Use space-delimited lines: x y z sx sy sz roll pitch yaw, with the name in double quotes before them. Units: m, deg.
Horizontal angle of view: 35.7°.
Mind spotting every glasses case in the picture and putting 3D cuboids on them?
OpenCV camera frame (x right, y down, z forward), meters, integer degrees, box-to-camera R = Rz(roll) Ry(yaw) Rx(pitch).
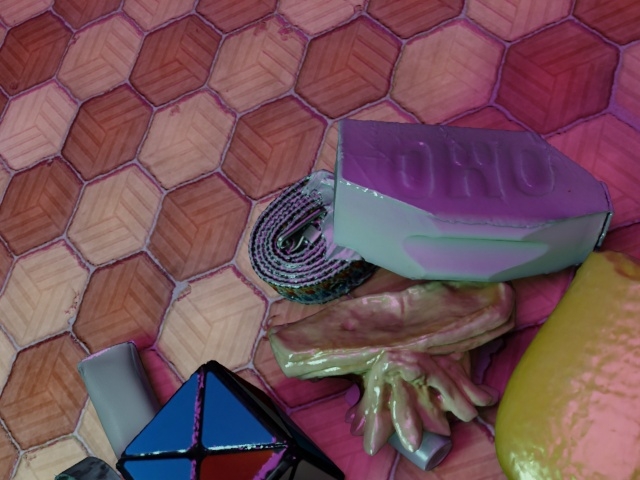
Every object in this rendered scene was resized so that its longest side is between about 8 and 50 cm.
"glasses case" -0.353 0.331 1.888 0.128 0.083 0.308 -33 57 -1

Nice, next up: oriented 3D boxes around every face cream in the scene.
"face cream" 0.133 0.304 1.695 0.084 0.057 0.198 -44 57 -11

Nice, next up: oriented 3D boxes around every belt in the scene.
"belt" 0.000 0.000 1.850 0.257 0.150 0.207 -35 64 5

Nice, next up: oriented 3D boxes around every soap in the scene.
"soap" 0.455 0.237 1.550 0.306 0.115 0.427 28 80 28
"soap" 0.244 -0.066 1.669 0.446 0.156 0.261 4 43 -2

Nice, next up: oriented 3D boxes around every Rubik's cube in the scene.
"Rubik's cube" -0.148 0.388 1.667 0.246 0.250 0.248 -47 59 -3

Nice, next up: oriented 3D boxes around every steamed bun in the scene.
"steamed bun" 0.145 0.209 1.646 0.428 0.189 0.247 -15 24 -1

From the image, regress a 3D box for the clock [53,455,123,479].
"clock" -0.363 0.521 1.687 0.061 0.313 0.312 -20 47 -36
